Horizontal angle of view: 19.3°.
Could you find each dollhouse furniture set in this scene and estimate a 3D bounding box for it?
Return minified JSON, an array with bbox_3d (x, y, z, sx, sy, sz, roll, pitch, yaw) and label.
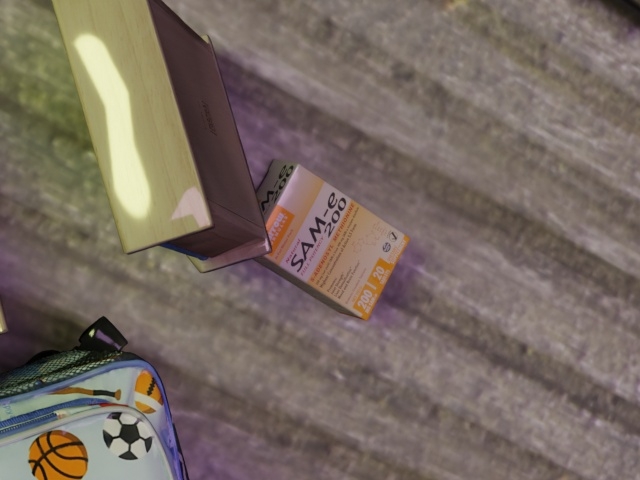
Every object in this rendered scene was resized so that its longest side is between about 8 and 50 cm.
[{"bbox_3d":[-0.215,-0.066,1.039,0.303,0.198,0.286,-17,84,5],"label":"dollhouse furniture set"}]

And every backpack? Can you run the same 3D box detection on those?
[{"bbox_3d":[-0.183,0.198,0.987,0.263,0.213,0.276,-16,86,-15],"label":"backpack"}]

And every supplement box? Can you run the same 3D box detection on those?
[{"bbox_3d":[0.000,0.000,1.184,0.098,0.036,0.062,32,81,-29],"label":"supplement box"}]
